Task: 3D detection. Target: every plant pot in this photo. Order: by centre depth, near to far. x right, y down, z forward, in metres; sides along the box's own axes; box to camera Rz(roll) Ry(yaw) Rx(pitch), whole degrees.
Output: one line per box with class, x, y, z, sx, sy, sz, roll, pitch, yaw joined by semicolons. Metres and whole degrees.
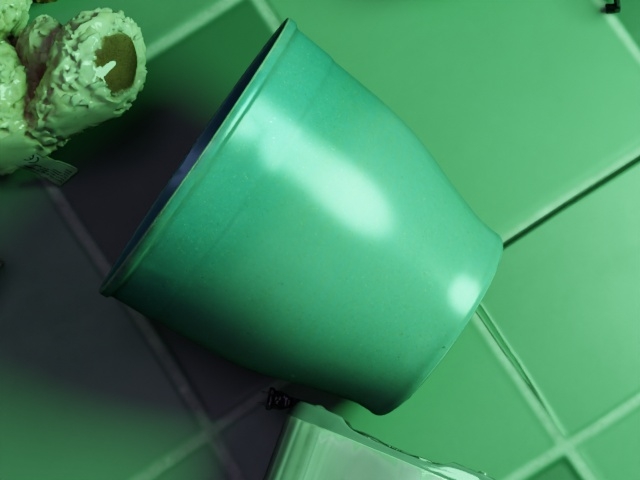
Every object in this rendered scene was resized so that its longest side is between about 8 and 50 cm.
plant pot;0.000;0.000;1.583;0.255;0.271;0.272;34;83;-6

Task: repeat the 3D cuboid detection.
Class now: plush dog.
plush dog;-0.307;-0.175;1.682;0.262;0.210;0.225;-2;62;-26

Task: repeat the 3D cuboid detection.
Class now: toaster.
toaster;0.029;0.227;1.594;0.227;0.129;0.146;22;84;5

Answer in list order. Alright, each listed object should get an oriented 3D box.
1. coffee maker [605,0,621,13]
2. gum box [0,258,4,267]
coffee maker;0.163;-0.274;1.685;0.178;0.120;0.171;-12;80;1
gum box;-0.373;0.067;1.676;0.107;0.062;0.188;30;82;8
